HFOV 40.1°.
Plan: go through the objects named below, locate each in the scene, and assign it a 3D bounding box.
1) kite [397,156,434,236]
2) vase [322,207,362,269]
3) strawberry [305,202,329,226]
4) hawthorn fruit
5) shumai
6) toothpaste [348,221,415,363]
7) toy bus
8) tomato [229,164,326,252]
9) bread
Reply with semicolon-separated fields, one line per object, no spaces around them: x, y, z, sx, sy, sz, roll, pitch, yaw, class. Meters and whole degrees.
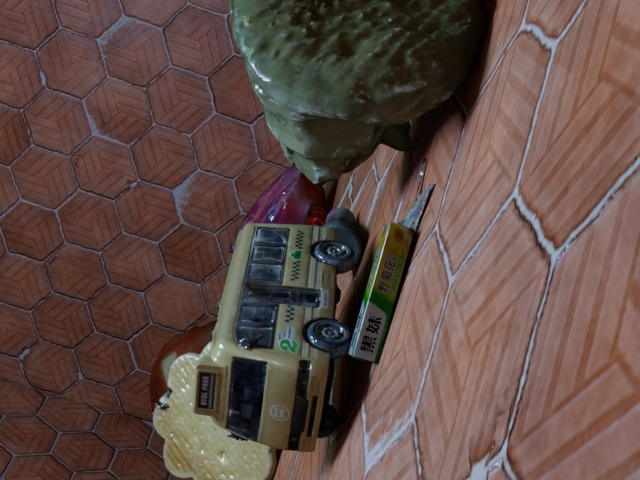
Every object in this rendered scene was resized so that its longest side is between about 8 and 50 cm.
0.126;-0.046;1.168;0.139;0.011;0.156;125;161;-60;kite
0.033;-0.010;1.569;0.214;0.086;0.086;-78;7;-75;vase
-0.001;0.003;1.775;0.192;0.085;0.140;-79;0;-83;strawberry
-0.221;0.343;1.925;0.308;0.324;0.308;-31;-12;-7;hawthorn fruit
0.043;-0.237;1.233;0.323;0.324;0.397;91;170;-52;shumai
0.077;0.066;1.117;0.043;0.037;0.178;-174;100;-80;toothpaste
-0.059;0.128;1.276;0.365;0.202;0.176;-86;3;-60;toy bus
-0.074;-0.046;2.202;0.289;0.176;0.335;-51;11;9;tomato
-0.194;0.346;1.718;0.054;0.316;0.316;11;-82;-63;bread
